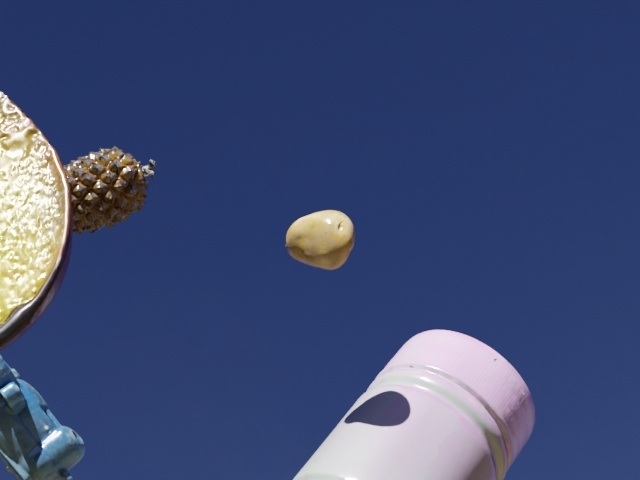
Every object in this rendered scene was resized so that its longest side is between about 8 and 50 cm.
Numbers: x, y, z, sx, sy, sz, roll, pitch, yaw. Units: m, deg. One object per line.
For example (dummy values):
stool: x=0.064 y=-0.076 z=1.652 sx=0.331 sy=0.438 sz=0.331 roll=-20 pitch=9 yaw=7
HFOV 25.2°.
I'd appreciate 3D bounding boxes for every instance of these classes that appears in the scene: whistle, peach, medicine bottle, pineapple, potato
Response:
whistle: x=-0.384 y=0.198 z=1.746 sx=0.093 sy=0.269 sz=0.180 roll=-36 pitch=-16 yaw=-19
peach: x=-0.302 y=-0.008 z=1.261 sx=0.189 sy=0.279 sz=0.068 roll=1 pitch=-33 yaw=5
medicine bottle: x=0.102 y=0.277 z=1.712 sx=0.202 sy=0.316 sz=0.202 roll=24 pitch=-43 yaw=24
pineapple: x=-0.272 y=-0.035 z=1.522 sx=0.221 sy=0.103 sz=0.083 roll=-25 pitch=-46 yaw=-20
potato: x=0.000 y=0.000 z=1.629 sx=0.083 sy=0.068 sz=0.062 roll=3 pitch=-28 yaw=14
